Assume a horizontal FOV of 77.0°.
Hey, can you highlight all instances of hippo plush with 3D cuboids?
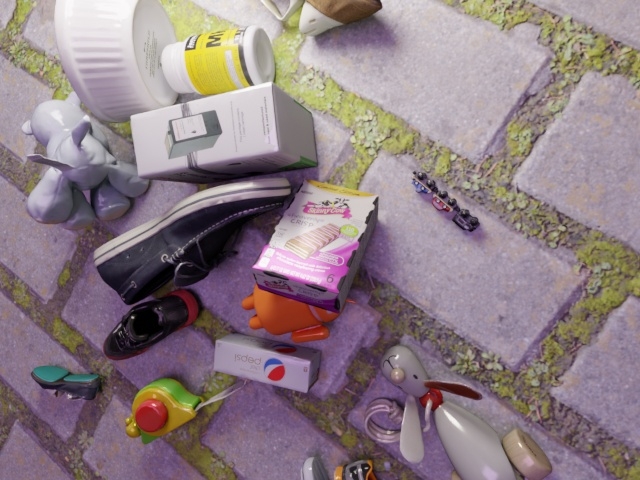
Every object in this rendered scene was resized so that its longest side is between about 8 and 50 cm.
[{"bbox_3d":[-0.562,-0.181,0.881,0.234,0.294,0.236,-40,72,-7],"label":"hippo plush"}]

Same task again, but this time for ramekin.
[{"bbox_3d":[-0.388,-0.380,0.821,0.127,0.273,0.273,1,93,4],"label":"ramekin"}]

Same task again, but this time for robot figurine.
[{"bbox_3d":[-0.045,0.111,0.796,0.219,0.128,0.158,-18,55,17],"label":"robot figurine"}]

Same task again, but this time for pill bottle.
[{"bbox_3d":[-0.211,-0.366,0.833,0.208,0.119,0.119,0,92,17],"label":"pill bottle"}]

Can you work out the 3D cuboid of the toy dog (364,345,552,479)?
[{"bbox_3d":[0.231,0.347,0.703,0.334,0.161,0.220,24,99,15],"label":"toy dog"}]

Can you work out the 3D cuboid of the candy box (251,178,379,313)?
[{"bbox_3d":[0.000,0.000,0.738,0.159,0.071,0.233,14,53,15],"label":"candy box"}]

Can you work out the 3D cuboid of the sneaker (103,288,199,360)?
[{"bbox_3d":[-0.412,0.202,0.910,0.276,0.135,0.097,-30,85,17],"label":"sneaker"}]

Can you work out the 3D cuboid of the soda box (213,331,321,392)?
[{"bbox_3d":[-0.112,0.254,0.850,0.216,0.074,0.069,7,94,17],"label":"soda box"}]

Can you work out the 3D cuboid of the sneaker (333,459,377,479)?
[{"bbox_3d":[0.112,0.537,0.790,0.083,0.084,0.215,-34,81,11],"label":"sneaker"}]

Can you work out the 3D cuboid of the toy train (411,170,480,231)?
[{"bbox_3d":[0.230,-0.073,0.758,0.158,0.027,0.036,44,114,11],"label":"toy train"}]

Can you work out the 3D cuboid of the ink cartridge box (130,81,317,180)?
[{"bbox_3d":[-0.176,-0.190,0.783,0.289,0.211,0.121,-6,92,18],"label":"ink cartridge box"}]

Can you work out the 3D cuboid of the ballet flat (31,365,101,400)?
[{"bbox_3d":[-0.653,0.370,1.026,0.203,0.074,0.074,3,93,15],"label":"ballet flat"}]

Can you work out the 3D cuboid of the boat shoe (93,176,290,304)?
[{"bbox_3d":[-0.262,0.005,0.838,0.500,0.187,0.156,-23,90,22],"label":"boat shoe"}]

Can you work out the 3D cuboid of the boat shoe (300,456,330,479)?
[{"bbox_3d":[-0.011,0.564,0.826,0.076,0.083,0.226,-18,88,16],"label":"boat shoe"}]

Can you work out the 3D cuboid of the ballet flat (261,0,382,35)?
[{"bbox_3d":[-0.038,-0.486,0.790,0.342,0.116,0.124,37,122,13],"label":"ballet flat"}]

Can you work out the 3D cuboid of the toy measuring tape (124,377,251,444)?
[{"bbox_3d":[-0.309,0.340,0.901,0.330,0.121,0.121,-32,83,7],"label":"toy measuring tape"}]
